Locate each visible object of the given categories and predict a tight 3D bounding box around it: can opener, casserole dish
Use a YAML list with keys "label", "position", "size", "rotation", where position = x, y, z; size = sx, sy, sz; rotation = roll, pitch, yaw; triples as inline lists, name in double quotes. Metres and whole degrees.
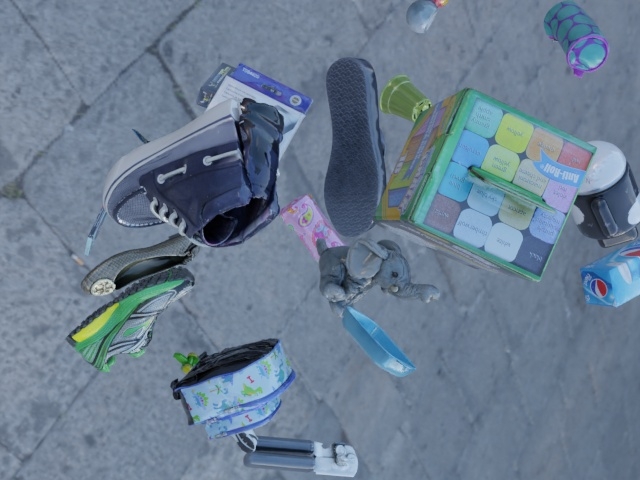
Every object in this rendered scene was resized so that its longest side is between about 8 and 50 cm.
- label: "can opener"
  position: [-0.044, 0.492, 1.778]
  size: [0.280, 0.093, 0.074]
  rotation: [13, 51, -24]
- label: "casserole dish"
  position: [0.103, 0.192, 1.472]
  size: [0.037, 0.188, 0.114]
  rotation: [-50, 132, 7]

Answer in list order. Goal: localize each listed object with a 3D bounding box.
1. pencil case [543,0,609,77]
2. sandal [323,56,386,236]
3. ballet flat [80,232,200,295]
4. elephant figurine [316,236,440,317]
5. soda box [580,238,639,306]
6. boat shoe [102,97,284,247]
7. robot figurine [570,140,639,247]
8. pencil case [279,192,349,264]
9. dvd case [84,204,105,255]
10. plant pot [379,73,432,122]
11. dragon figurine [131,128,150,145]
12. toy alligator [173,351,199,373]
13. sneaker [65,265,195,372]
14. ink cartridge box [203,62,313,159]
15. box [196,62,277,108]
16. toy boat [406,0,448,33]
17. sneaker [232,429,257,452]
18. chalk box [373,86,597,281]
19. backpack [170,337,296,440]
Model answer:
- label: "pencil case"
  position: [0.404, -0.322, 1.253]
  size: [0.064, 0.152, 0.070]
  rotation: [19, 123, -14]
- label: "sandal"
  position: [0.059, -0.130, 1.125]
  size: [0.054, 0.097, 0.255]
  rotation: [-14, 108, -52]
- label: "ballet flat"
  position: [-0.342, 0.051, 1.536]
  size: [0.249, 0.058, 0.084]
  rotation: [-24, 155, -32]
- label: "elephant figurine"
  position: [0.123, 0.063, 1.757]
  size: [0.186, 0.239, 0.169]
  rotation: [55, 24, -23]
- label: "soda box"
  position: [0.573, 0.053, 1.449]
  size: [0.210, 0.067, 0.071]
  rotation: [-20, 102, -31]
- label: "boat shoe"
  position: [-0.186, -0.052, 1.068]
  size: [0.127, 0.340, 0.158]
  rotation: [21, 54, -39]
- label: "robot figurine"
  position: [0.695, -0.114, 1.964]
  size: [0.173, 0.209, 0.278]
  rotation: [-39, 119, -10]
- label: "pencil case"
  position: [0.000, 0.000, 2.288]
  size: [0.124, 0.124, 0.284]
  rotation: [-42, 98, -35]
- label: "dvd case"
  position: [-0.511, -0.033, 1.815]
  size: [0.087, 0.013, 0.120]
  rotation: [127, -17, -55]
- label: "plant pot"
  position: [0.168, -0.262, 1.509]
  size: [0.083, 0.079, 0.083]
  rotation: [-26, 138, -26]
- label: "dragon figurine"
  position: [-0.211, -0.148, 1.474]
  size: [0.144, 0.289, 0.085]
  rotation: [-50, 162, 9]
- label: "toy alligator"
  position: [-0.310, 0.352, 2.126]
  size: [0.056, 0.189, 0.051]
  rotation: [-78, -168, -51]
- label: "sneaker"
  position: [-0.431, 0.183, 1.884]
  size: [0.146, 0.343, 0.134]
  rotation: [52, 13, -12]
- label: "ink cartridge box"
  position: [-0.162, -0.319, 1.977]
  size: [0.224, 0.223, 0.045]
  rotation: [-62, 175, -14]
- label: "box"
  position: [-0.226, -0.405, 2.195]
  size: [0.233, 0.183, 0.059]
  rotation: [-75, -172, -60]
- label: "toy boat"
  position: [0.154, -0.544, 1.530]
  size: [0.318, 0.267, 0.148]
  rotation: [34, 90, -42]
- label: "sneaker"
  position: [-0.168, 0.382, 1.612]
  size: [0.109, 0.040, 0.044]
  rotation: [56, 17, -2]
- label: "chalk box"
  position: [0.149, -0.050, 0.725]
  size: [0.132, 0.213, 0.132]
  rotation: [25, 88, -8]
- label: "backpack"
  position: [-0.085, 0.158, 0.860]
  size: [0.084, 0.114, 0.105]
  rotation: [65, 18, -7]
